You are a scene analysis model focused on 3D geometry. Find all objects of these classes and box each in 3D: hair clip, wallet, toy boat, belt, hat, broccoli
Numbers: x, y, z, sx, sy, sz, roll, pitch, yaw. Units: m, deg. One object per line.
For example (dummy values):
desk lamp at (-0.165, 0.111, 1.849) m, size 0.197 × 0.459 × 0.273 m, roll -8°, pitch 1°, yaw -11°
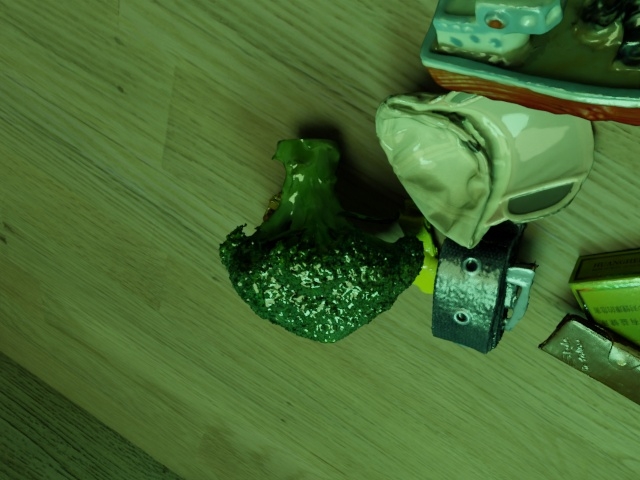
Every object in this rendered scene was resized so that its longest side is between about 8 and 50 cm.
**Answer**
hair clip at (0.158, 0.020, 1.007) m, size 0.072 × 0.046 × 0.173 m, roll 14°, pitch 138°, yaw 32°
wallet at (0.397, 0.169, 0.894) m, size 0.176 × 0.026 × 0.095 m, roll 32°, pitch 141°, yaw 10°
toy boat at (0.261, -0.201, 0.613) m, size 0.332 × 0.145 × 0.133 m, roll 15°, pitch 163°, yaw 24°
belt at (0.234, 0.074, 0.943) m, size 0.128 × 0.122 × 0.218 m, roll 16°, pitch 136°, yaw 20°
hat at (0.200, -0.126, 0.813) m, size 0.226 × 0.164 × 0.219 m, roll -28°, pitch 110°, yaw 7°
broccoli at (0.000, 0.000, 0.940) m, size 0.297 × 0.297 × 0.297 m, roll -1°, pitch 93°, yaw 38°

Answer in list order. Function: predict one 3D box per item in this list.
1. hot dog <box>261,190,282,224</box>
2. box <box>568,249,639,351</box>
hot dog at (-0.042, 0.040, 1.140) m, size 0.123 × 0.093 × 0.261 m, roll -5°, pitch 125°, yaw 39°
box at (0.443, 0.113, 0.872) m, size 0.141 × 0.064 × 0.220 m, roll -11°, pitch 123°, yaw 44°
